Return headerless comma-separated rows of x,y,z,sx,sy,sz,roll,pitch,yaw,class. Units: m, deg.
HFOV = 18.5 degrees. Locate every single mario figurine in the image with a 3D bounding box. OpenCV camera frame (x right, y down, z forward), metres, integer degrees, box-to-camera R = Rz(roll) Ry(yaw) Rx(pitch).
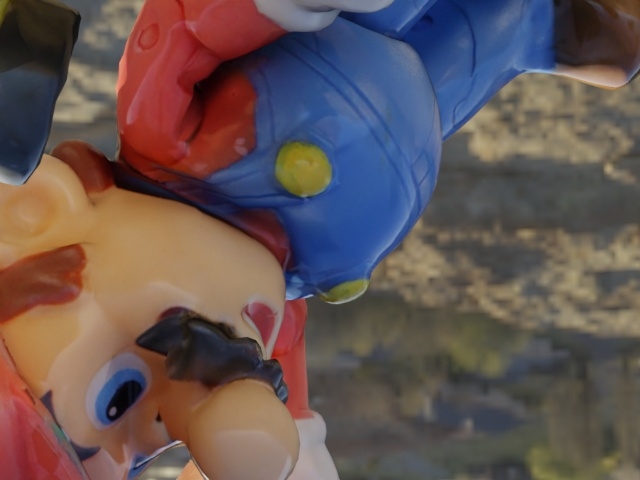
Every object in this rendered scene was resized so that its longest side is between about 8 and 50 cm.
0.000,0.000,0.605,0.198,0.320,0.170,51,161,-18,mario figurine

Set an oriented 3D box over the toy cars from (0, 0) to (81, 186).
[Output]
-0.146,-0.098,0.315,0.177,0.087,0.393,-1,150,26,toy cars
